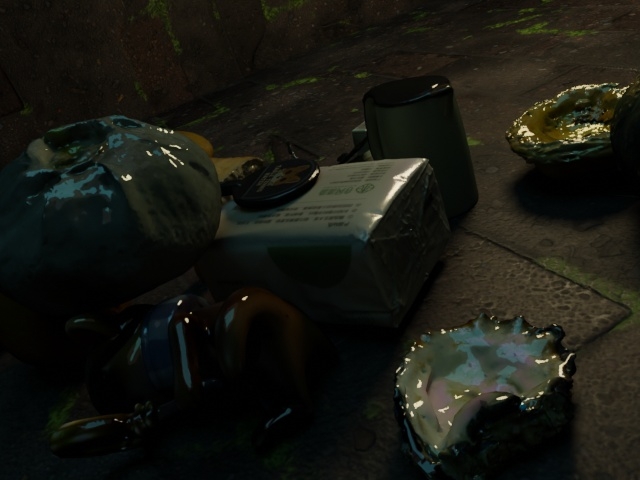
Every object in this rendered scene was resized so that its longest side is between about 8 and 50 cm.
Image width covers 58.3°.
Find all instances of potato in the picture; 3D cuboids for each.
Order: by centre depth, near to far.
[{"bbox_3d":[-0.400,-0.256,1.748,0.203,0.178,0.158,-28,-1,43],"label":"potato"}]

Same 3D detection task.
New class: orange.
[{"bbox_3d":[-0.470,0.101,1.030,0.264,0.264,0.264,-15,28,8],"label":"orange"}]

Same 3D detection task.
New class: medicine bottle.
[{"bbox_3d":[0.140,-0.281,1.519,0.055,0.074,0.118,6,37,41],"label":"medicine bottle"}]

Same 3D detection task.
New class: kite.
[{"bbox_3d":[0.060,-0.189,1.325,0.335,0.011,0.314,-43,1,15],"label":"kite"}]

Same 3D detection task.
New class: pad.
[{"bbox_3d":[0.567,-0.117,1.023,0.112,0.003,0.157,11,40,45],"label":"pad"}]

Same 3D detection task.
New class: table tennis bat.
[{"bbox_3d":[-0.110,-0.095,0.980,0.236,0.027,0.150,-4,33,26],"label":"table tennis bat"}]

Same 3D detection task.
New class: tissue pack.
[{"bbox_3d":[0.001,0.001,0.964,0.356,0.194,0.266,0,33,35],"label":"tissue pack"}]

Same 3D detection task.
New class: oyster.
[{"bbox_3d":[0.182,0.175,0.655,0.198,0.092,0.259,-1,23,31],"label":"oyster"}]

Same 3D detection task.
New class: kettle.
[{"bbox_3d":[0.181,-0.185,1.126,0.165,0.255,0.240,-38,32,-28],"label":"kettle"}]

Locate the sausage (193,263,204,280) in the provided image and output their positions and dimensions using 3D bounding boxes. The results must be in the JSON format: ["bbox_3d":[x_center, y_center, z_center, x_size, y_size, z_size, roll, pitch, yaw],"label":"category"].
[{"bbox_3d":[-0.137,-0.015,1.225,0.301,0.066,0.065,-34,31,-29],"label":"sausage"}]

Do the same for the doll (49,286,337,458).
[{"bbox_3d":[-0.166,0.176,0.786,0.339,0.209,0.318,-8,-3,18],"label":"doll"}]

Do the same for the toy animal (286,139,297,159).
[{"bbox_3d":[-0.059,-0.173,1.445,0.070,0.079,0.253,4,30,-3],"label":"toy animal"}]

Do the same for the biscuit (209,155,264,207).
[{"bbox_3d":[-0.416,-0.068,1.442,0.446,0.104,0.429,5,45,36],"label":"biscuit"}]

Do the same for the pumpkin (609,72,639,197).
[{"bbox_3d":[0.601,-0.176,0.835,0.327,0.257,0.292,0,45,20],"label":"pumpkin"}]

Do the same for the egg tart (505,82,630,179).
[{"bbox_3d":[0.495,-0.198,1.090,0.288,0.118,0.288,-14,27,8],"label":"egg tart"}]

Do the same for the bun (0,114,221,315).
[{"bbox_3d":[-0.333,-0.056,0.861,0.361,0.211,0.362,-3,48,4],"label":"bun"}]

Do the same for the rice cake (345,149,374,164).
[{"bbox_3d":[0.158,-0.215,1.424,0.221,0.042,0.080,-33,25,-24],"label":"rice cake"}]
